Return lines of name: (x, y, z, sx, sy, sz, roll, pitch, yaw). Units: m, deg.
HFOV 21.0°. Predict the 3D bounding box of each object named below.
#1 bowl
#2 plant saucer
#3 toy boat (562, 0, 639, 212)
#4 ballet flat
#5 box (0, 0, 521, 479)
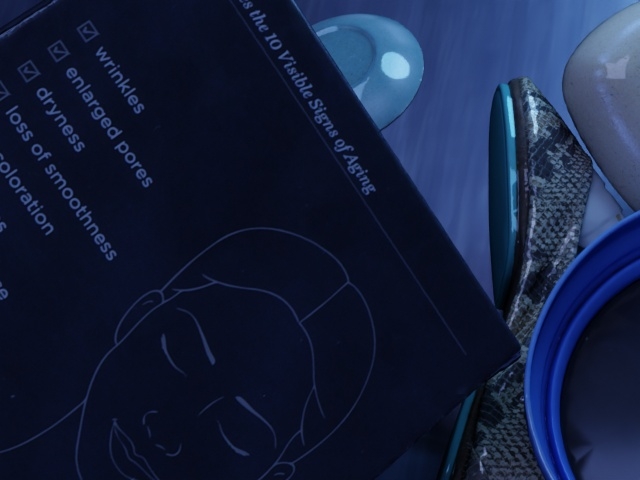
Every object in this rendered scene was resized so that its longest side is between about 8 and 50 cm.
bowl: (0.371, 0.140, 1.483, 0.391, 0.077, 0.391, -3, 60, 5)
plant saucer: (0.020, -0.195, 1.971, 0.195, 0.037, 0.195, -10, 53, 13)
toy boat: (0.406, -0.142, 1.713, 0.318, 0.148, 0.267, -36, 89, -12)
ballet flat: (0.224, 0.072, 1.654, 0.182, 0.164, 0.482, 10, 64, 2)
box: (-0.176, 0.047, 1.458, 0.472, 0.480, 0.297, -38, 11, -22)
